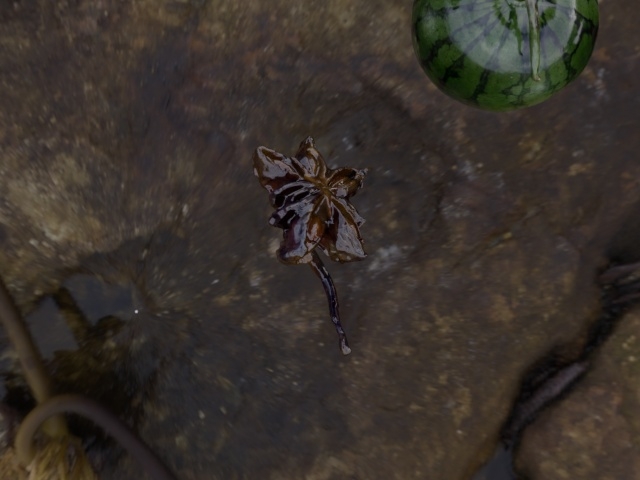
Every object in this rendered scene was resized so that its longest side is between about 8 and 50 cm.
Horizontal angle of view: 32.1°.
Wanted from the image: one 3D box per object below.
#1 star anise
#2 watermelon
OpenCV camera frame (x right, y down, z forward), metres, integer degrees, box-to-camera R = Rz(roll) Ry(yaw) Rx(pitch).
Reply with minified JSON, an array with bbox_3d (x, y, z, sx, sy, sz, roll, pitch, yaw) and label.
[{"bbox_3d":[0.000,0.000,0.891,0.097,0.070,0.191,9,52,-34],"label":"star anise"},{"bbox_3d":[0.139,-0.165,0.815,0.140,0.187,0.141,0,89,-4],"label":"watermelon"}]
